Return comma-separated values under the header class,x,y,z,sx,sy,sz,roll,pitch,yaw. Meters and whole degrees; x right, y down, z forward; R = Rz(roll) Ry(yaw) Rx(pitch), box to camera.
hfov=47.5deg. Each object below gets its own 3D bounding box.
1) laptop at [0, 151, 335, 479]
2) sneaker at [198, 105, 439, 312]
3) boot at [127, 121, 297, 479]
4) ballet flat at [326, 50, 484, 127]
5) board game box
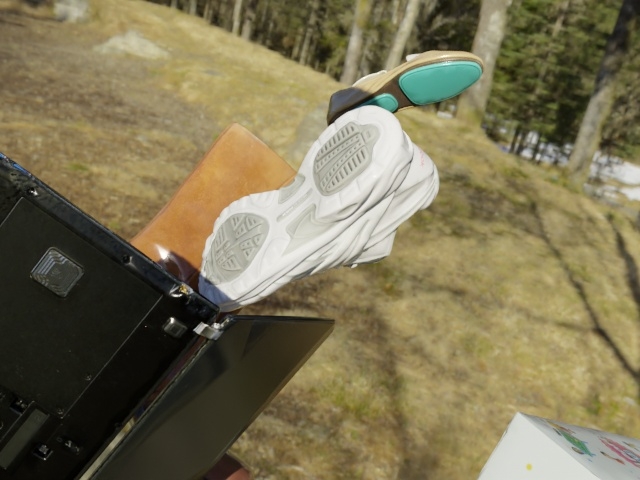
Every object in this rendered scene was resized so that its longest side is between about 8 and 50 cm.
class,x,y,z,sx,sy,sz,roll,pitch,yaw
laptop,-0.154,0.084,0.433,0.264,0.234,0.136,38,10,-14
sneaker,0.000,0.000,0.581,0.115,0.232,0.090,28,40,-41
boot,-0.084,0.072,0.685,0.264,0.280,0.096,47,-22,-11
ballet flat,0.108,-0.218,1.005,0.080,0.232,0.073,46,32,-47
board game box,0.232,0.290,0.675,0.303,0.224,0.097,21,12,-42
